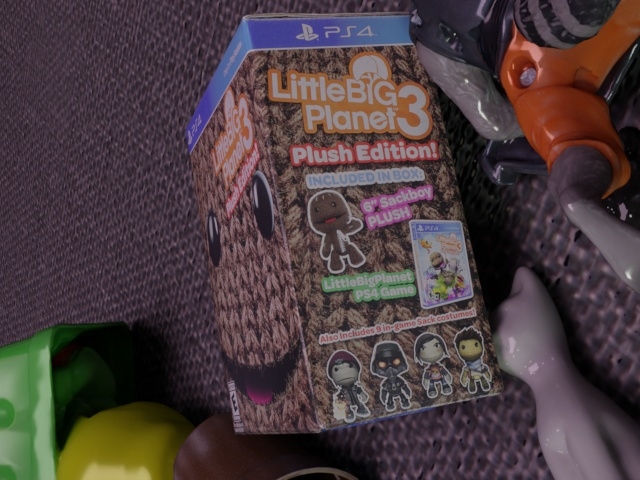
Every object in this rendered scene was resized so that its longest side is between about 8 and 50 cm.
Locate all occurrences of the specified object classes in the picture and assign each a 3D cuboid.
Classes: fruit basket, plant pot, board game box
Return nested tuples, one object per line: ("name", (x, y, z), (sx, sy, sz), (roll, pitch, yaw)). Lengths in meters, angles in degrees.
("fruit basket", (-0.268, 0.284, 1.042), (0.392, 0.283, 0.392), (-1, 85, 10))
("plant pot", (-0.058, 0.257, 0.809), (0.165, 0.167, 0.167), (30, 116, 57))
("board game box", (0.000, 0.000, 0.671), (0.232, 0.141, 0.291), (144, 117, -66))

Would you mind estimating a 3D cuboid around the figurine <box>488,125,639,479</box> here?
("figurine", (0.194, 0.068, 0.527), (0.215, 0.092, 0.209), (-60, 40, 36))

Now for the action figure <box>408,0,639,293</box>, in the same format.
("action figure", (0.147, -0.176, 0.468), (0.330, 0.179, 0.341), (-125, 49, -61))
